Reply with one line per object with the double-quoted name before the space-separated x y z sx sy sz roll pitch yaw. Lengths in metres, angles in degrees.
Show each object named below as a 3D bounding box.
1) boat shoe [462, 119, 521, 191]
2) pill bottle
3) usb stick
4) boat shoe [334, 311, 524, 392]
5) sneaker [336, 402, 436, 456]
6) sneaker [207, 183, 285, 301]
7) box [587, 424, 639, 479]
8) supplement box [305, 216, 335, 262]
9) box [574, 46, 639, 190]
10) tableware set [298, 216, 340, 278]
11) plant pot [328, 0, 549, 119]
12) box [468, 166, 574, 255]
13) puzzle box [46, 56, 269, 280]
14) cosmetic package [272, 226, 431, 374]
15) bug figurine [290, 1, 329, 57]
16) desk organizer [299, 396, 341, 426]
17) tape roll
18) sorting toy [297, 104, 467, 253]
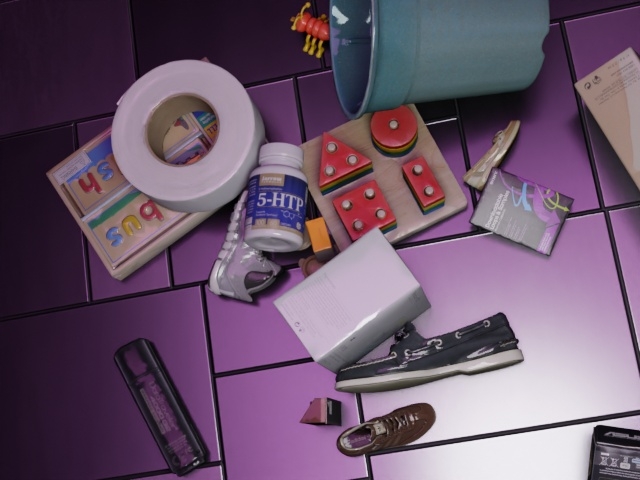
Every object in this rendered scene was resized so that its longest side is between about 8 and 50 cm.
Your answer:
"boat shoe" 0.326 -0.167 1.952 0.048 0.056 0.153 32 92 11
"pill bottle" -0.080 -0.081 1.923 0.112 0.112 0.186 1 73 11
"usb stick" -0.306 0.313 1.966 0.077 0.045 0.278 -29 73 -4
"boat shoe" 0.186 0.197 1.857 0.340 0.127 0.113 -12 74 6
"sneaker" 0.119 0.345 1.863 0.189 0.071 0.066 -24 74 5
"sneaker" -0.119 0.012 1.988 0.132 0.086 0.228 20 88 7
"box" 0.624 0.482 1.663 0.395 0.097 0.318 5 102 12
"supplement box" 0.000 0.000 1.930 0.036 0.098 0.062 -17 75 1
"box" 0.595 -0.175 1.842 0.121 0.148 0.311 -34 71 22
"tableware set" 0.014 0.006 1.989 0.169 0.020 0.141 -21 76 4
"plant pot" 0.212 -0.392 1.872 0.334 0.341 0.340 -2 76 -12
"box" 0.369 -0.054 1.907 0.162 0.029 0.116 22 94 7
"puzzle box" -0.314 -0.144 2.069 0.409 0.052 0.272 -37 74 1
"cosmetic package" 0.064 0.114 1.847 0.225 0.224 0.138 -38 73 1
"bug figurine" 0.074 -0.489 2.064 0.216 0.072 0.279 24 82 15
"desk organizer" 0.001 0.309 1.863 0.050 0.130 0.047 -3 77 12
"tape roll" -0.254 -0.200 1.991 0.286 0.100 0.286 -2 77 10
"sorting toy" 0.107 -0.128 1.953 0.257 0.089 0.255 -26 73 -1
